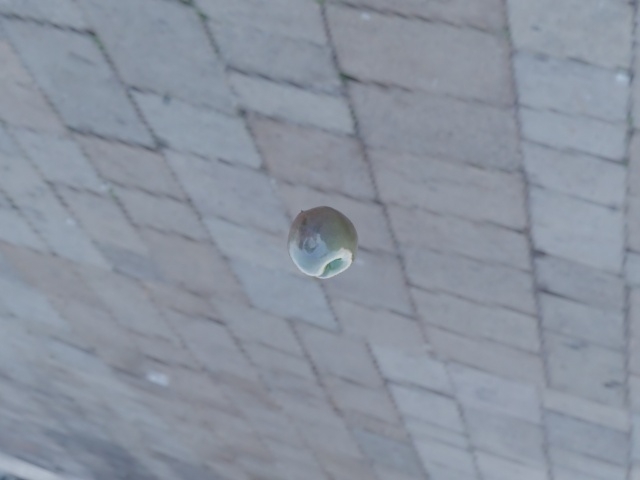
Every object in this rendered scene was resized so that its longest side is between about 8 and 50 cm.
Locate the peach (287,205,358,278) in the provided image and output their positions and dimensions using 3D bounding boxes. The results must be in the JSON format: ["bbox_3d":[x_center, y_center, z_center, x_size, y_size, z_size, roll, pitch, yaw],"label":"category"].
[{"bbox_3d":[0.002,0.001,1.633,0.083,0.083,0.083,18,159,7],"label":"peach"}]
